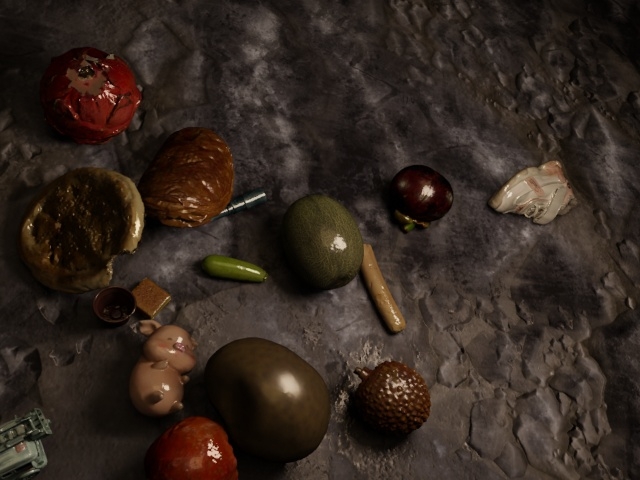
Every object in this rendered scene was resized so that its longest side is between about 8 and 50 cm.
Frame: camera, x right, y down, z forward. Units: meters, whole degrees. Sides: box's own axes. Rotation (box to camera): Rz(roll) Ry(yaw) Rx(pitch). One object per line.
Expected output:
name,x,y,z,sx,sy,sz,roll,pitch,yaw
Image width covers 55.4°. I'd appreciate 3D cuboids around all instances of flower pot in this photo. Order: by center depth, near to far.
flower pot,-0.551,0.188,1.638,0.111,0.089,0.111,7,58,-11

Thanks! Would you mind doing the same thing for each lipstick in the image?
lipstick,-0.282,-0.102,1.914,0.234,0.053,0.053,-26,70,-26

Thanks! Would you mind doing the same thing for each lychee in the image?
lychee,0.190,0.421,1.660,0.238,0.200,0.200,40,57,5

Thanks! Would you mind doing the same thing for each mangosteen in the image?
mangosteen,0.323,-0.145,2.033,0.216,0.216,0.216,7,58,-12

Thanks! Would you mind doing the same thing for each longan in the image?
longan,-0.133,0.392,1.531,0.350,0.288,0.288,43,58,13

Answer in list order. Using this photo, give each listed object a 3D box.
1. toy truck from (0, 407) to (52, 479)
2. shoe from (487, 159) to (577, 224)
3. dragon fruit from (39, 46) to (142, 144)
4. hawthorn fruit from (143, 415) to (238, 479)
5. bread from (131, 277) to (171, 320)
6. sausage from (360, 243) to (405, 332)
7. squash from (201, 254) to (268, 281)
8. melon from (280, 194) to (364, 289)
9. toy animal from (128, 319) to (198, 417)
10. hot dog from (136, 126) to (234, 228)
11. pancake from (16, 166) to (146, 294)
toy truck,-0.758,0.494,1.337,0.339,0.184,0.132,-22,70,-26
shoe,0.777,-0.157,2.187,0.351,0.172,0.198,-23,72,-25
dragon fruit,-0.705,-0.438,1.865,0.296,0.302,0.295,3,80,-19
hawthorn fruit,-0.329,0.546,1.415,0.272,0.241,0.241,-16,66,-21
bread,-0.481,0.164,1.705,0.094,0.035,0.090,36,57,6
sausage,0.182,0.149,1.895,0.066,0.065,0.301,-12,62,-22
squash,-0.253,0.088,1.803,0.201,0.066,0.066,15,57,-11
melon,0.000,0.000,1.824,0.238,0.237,0.301,-10,59,-22
toy animal,-0.402,0.331,1.562,0.166,0.154,0.250,48,36,-37
hot dog,-0.404,-0.176,1.832,0.267,0.174,0.387,10,46,3
pancake,-0.649,-0.035,1.669,0.383,0.071,0.381,-4,72,13
